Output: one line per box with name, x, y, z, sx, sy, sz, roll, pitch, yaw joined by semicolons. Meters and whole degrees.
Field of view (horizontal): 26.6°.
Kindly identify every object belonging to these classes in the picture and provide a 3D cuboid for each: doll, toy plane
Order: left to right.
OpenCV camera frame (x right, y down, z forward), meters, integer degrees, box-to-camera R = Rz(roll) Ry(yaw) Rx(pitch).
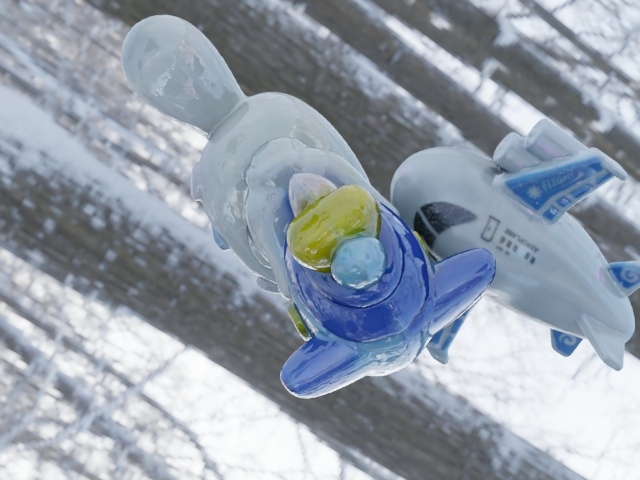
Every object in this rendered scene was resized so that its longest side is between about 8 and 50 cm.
doll;-0.005;0.007;1.162;0.187;0.376;0.365;-54;-142;9
toy plane;0.177;0.013;1.234;0.267;0.267;0.122;-44;-169;30
